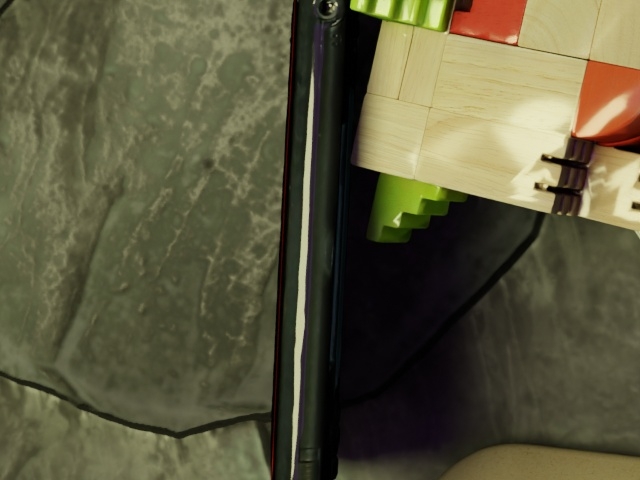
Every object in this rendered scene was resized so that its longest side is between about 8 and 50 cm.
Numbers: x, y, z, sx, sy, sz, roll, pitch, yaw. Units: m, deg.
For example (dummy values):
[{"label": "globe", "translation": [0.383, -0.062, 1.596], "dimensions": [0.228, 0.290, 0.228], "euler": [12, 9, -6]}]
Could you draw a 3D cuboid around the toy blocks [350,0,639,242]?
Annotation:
[{"label": "toy blocks", "translation": [0.182, -0.157, 1.079], "dimensions": [0.261, 0.190, 0.381], "euler": [15, 96, 28]}]

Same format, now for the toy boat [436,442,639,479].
[{"label": "toy boat", "translation": [0.187, 0.252, 1.325], "dimensions": [0.231, 0.151, 0.151], "euler": [6, 122, 11]}]

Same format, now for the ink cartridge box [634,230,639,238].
[{"label": "ink cartridge box", "translation": [0.291, -0.074, 1.212], "dimensions": [0.188, 0.255, 0.097], "euler": [-32, 91, 11]}]

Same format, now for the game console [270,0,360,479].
[{"label": "game console", "translation": [0.000, 0.000, 1.233], "dimensions": [0.060, 0.342, 0.387], "euler": [2, 93, -2]}]
